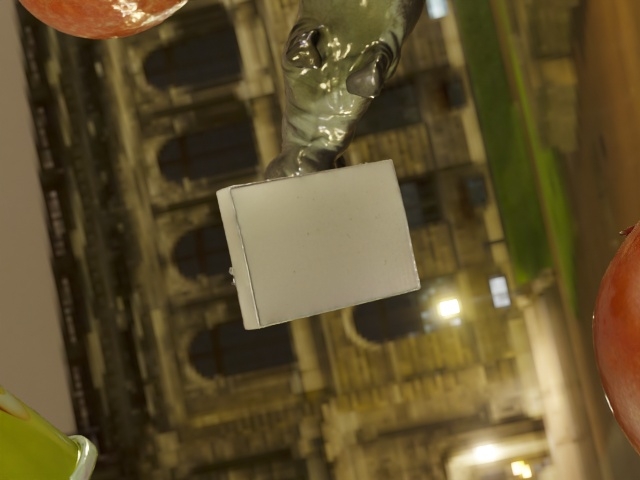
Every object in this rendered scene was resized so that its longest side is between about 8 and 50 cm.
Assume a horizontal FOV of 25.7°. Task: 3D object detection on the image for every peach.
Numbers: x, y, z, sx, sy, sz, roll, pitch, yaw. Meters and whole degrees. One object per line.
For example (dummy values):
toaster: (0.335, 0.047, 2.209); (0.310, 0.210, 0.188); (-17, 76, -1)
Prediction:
peach: (-0.194, -0.293, 1.257); (0.232, 0.233, 0.232); (-13, -90, -83)

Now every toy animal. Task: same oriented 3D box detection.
toy animal: (0.017, -0.159, 1.249); (0.168, 0.106, 0.343); (-67, -2, -61)

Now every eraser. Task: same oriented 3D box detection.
eraser: (0.000, 0.000, 1.025); (0.023, 0.150, 0.103); (-13, 89, 55)

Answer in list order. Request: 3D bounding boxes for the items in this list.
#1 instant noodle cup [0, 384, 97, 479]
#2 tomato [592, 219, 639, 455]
instant noodle cup: (-0.325, 0.161, 0.890); (0.221, 0.311, 0.311); (49, -166, -11)
tomato: (0.308, 0.066, 0.863); (0.265, 0.265, 0.264); (-13, -90, -83)
